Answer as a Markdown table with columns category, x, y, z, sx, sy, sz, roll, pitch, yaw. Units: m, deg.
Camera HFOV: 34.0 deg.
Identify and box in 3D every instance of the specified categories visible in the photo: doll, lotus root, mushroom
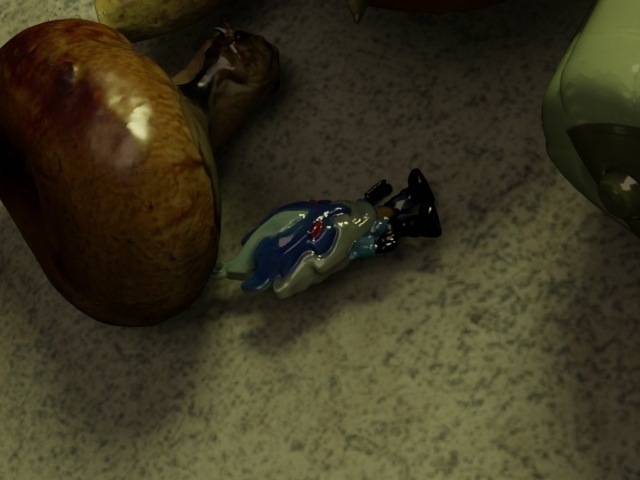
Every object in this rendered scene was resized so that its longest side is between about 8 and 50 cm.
| category | x | y | z | sx | sy | sz | roll | pitch | yaw |
| --- | --- | --- | --- | --- | --- | --- | --- | --- | --- |
| doll | 0.000 | 0.000 | 0.849 | 0.195 | 0.070 | 0.096 | -18 | 39 | 11 |
| lotus root | -0.094 | -0.262 | 0.934 | 0.258 | 0.097 | 0.110 | -38 | 32 | -4 |
| mushroom | -0.157 | -0.052 | 0.860 | 0.255 | 0.267 | 0.267 | 2 | 72 | -15 |

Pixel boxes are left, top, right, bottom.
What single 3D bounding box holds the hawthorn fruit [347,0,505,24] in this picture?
| category | x | y | z | sx | sy | sz | roll | pitch | yaw |
| --- | --- | --- | --- | --- | --- | --- | --- | --- | --- |
| hawthorn fruit | 0.083 | -0.335 | 0.746 | 0.403 | 0.403 | 0.402 | -6 | 72 | 18 |

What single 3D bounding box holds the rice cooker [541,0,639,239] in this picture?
| category | x | y | z | sx | sy | sz | roll | pitch | yaw |
| --- | --- | --- | --- | --- | --- | --- | --- | --- | --- |
| rice cooker | 0.320 | -0.100 | 0.633 | 0.335 | 0.335 | 0.325 | 26 | 84 | 25 |
